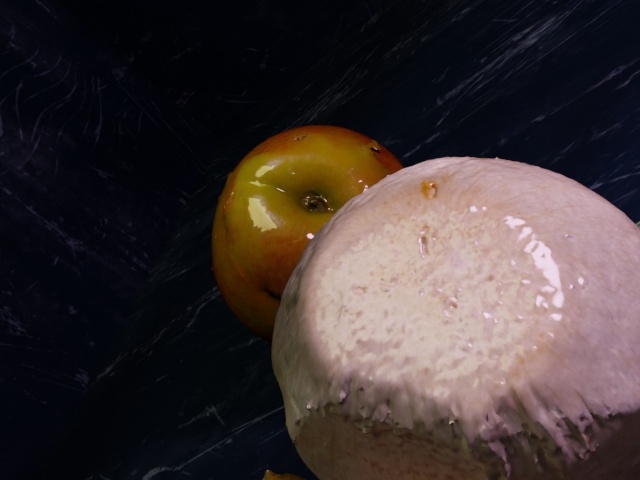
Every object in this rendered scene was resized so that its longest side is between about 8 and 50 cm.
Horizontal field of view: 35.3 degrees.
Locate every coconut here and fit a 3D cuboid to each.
[{"bbox_3d":[0.166,0.121,0.926,0.345,0.415,0.415,-60,21,-10],"label":"coconut"}]

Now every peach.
[{"bbox_3d":[0.000,0.000,1.550,0.370,0.370,0.370,-43,20,20],"label":"peach"}]

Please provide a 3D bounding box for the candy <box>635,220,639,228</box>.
[{"bbox_3d":[0.303,0.035,1.195,0.305,0.083,0.091,-34,22,20],"label":"candy"}]

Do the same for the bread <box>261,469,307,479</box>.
[{"bbox_3d":[0.035,0.365,0.856,0.207,0.279,0.279,-55,21,-7],"label":"bread"}]
